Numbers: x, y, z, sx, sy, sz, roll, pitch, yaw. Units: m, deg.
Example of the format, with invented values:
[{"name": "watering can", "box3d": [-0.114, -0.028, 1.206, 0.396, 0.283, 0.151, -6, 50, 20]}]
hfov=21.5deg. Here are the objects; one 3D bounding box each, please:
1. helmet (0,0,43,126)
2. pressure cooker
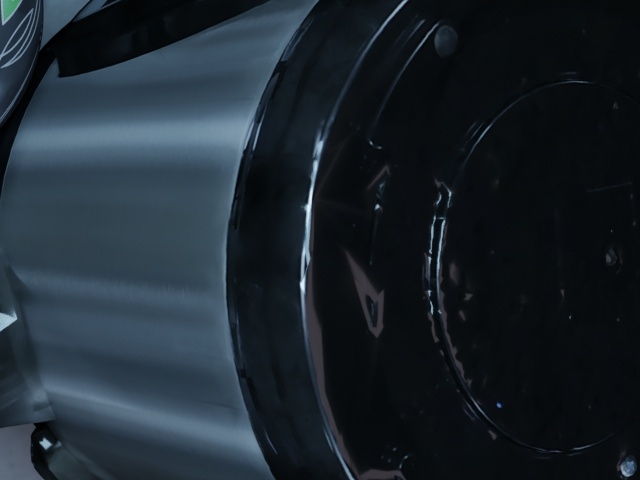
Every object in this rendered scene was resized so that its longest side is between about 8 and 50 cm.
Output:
[{"name": "helmet", "box3d": [-0.229, -0.119, 0.905, 0.169, 0.161, 0.169, -19, 132, -23]}, {"name": "pressure cooker", "box3d": [0.000, 0.006, 0.977, 0.370, 0.420, 0.375, 31, 74, -32]}]
